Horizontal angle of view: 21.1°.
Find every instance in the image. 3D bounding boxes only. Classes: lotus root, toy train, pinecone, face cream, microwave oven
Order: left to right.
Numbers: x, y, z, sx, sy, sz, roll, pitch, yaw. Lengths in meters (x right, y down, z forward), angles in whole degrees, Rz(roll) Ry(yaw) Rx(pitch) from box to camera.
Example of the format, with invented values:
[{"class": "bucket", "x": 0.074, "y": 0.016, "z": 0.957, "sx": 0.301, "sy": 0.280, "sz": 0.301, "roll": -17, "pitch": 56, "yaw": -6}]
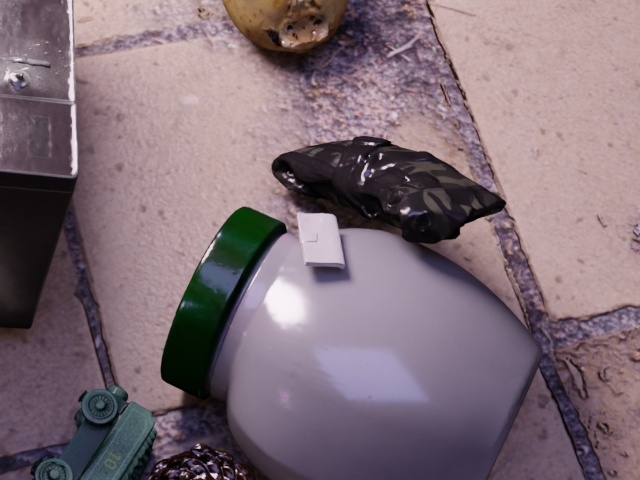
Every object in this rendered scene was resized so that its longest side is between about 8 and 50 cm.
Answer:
[{"class": "microwave oven", "x": -0.401, "y": -0.166, "z": 1.829, "sx": 0.236, "sy": 0.374, "sz": 0.432, "roll": 4, "pitch": 57, "yaw": -16}, {"class": "toy train", "x": -0.237, "y": 0.233, "z": 1.803, "sx": 0.099, "sy": 0.070, "sz": 0.172, "roll": 31, "pitch": 61, "yaw": 2}, {"class": "pinecone", "x": -0.123, "y": 0.279, "z": 1.760, "sx": 0.140, "sy": 0.121, "sz": 0.140, "roll": 4, "pitch": 65, "yaw": -9}, {"class": "lotus root", "x": -0.063, "y": -0.358, "z": 2.103, "sx": 0.160, "sy": 0.146, "sz": 0.284, "roll": -5, "pitch": 58, "yaw": -30}, {"class": "face cream", "x": 0.034, "y": 0.127, "z": 1.806, "sx": 0.357, "sy": 0.219, "sz": 0.312, "roll": 25, "pitch": 56, "yaw": 8}]

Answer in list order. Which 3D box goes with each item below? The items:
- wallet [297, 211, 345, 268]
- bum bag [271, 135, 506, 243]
[{"class": "wallet", "x": 0.000, "y": 0.000, "z": 1.758, "sx": 0.044, "sy": 0.011, "sz": 0.083, "roll": 4, "pitch": 38, "yaw": -11}, {"class": "bum bag", "x": 0.076, "y": -0.063, "z": 1.901, "sx": 0.144, "sy": 0.340, "sz": 0.095, "roll": -8, "pitch": 105, "yaw": -27}]
